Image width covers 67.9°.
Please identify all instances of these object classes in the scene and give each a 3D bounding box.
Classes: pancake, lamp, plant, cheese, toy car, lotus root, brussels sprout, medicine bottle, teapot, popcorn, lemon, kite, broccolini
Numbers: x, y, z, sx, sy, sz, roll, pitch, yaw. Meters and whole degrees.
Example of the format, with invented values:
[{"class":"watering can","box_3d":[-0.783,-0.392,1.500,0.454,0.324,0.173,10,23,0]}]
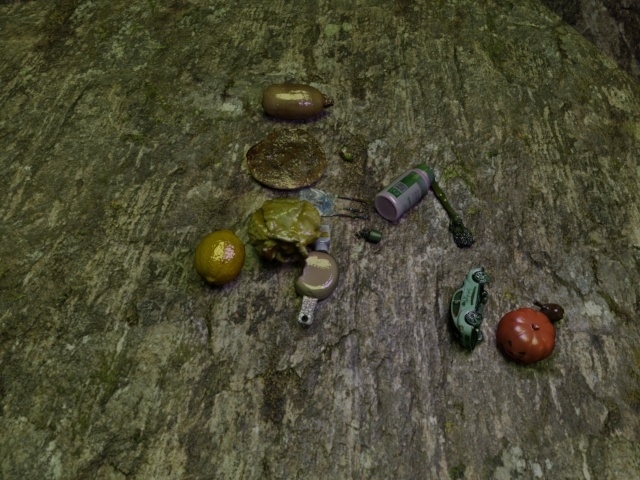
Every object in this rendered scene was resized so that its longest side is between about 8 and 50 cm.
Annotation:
[{"class":"pancake","box_3d":[-0.142,-0.346,2.049,0.356,0.065,0.356,2,53,-3]},{"class":"lamp","box_3d":[0.697,0.318,1.607,0.187,0.164,0.188,3,57,-4]},{"class":"plant","box_3d":[0.187,-0.024,1.863,0.102,0.051,0.051,14,54,11]},{"class":"cheese","box_3d":[-0.028,0.168,1.685,0.163,0.082,0.286,15,55,6]},{"class":"toy car","box_3d":[0.521,0.229,1.674,0.125,0.136,0.306,3,50,23]},{"class":"lotus root","box_3d":[-0.103,-0.650,2.211,0.342,0.151,0.169,-1,55,-3]},{"class":"brussels sprout","box_3d":[0.115,-0.387,2.114,0.051,0.046,0.083,-19,60,-11]},{"class":"medicine bottle","box_3d":[0.353,-0.205,1.958,0.133,0.133,0.274,39,60,20]},{"class":"teapot","box_3d":[0.813,0.256,1.709,0.110,0.080,0.085,34,72,-14]},{"class":"popcorn","box_3d":[-0.131,-0.038,1.711,0.270,0.224,0.257,-38,35,-26]},{"class":"lemon","box_3d":[-0.352,0.060,1.673,0.180,0.181,0.193,-6,55,-10]},{"class":"medicine bottle","box_3d":[0.000,0.000,1.822,0.074,0.055,0.118,2,55,-6]},{"class":"kite","box_3d":[0.052,-0.155,1.963,0.309,0.015,0.169,4,54,-3]},{"class":"broccolini","box_3d":[0.524,-0.141,1.965,0.078,0.074,0.392,-10,58,-22]}]
